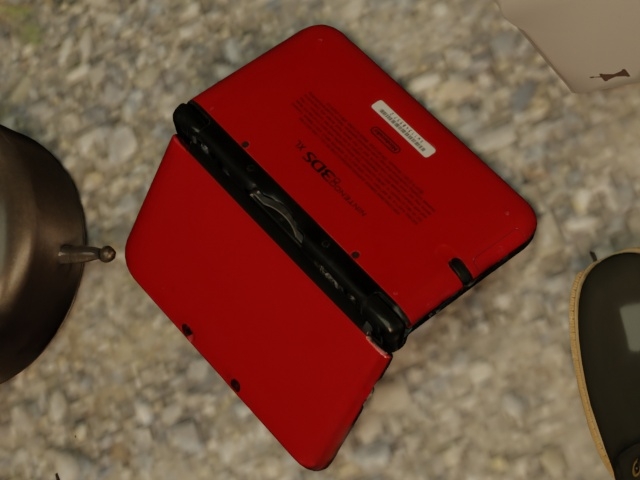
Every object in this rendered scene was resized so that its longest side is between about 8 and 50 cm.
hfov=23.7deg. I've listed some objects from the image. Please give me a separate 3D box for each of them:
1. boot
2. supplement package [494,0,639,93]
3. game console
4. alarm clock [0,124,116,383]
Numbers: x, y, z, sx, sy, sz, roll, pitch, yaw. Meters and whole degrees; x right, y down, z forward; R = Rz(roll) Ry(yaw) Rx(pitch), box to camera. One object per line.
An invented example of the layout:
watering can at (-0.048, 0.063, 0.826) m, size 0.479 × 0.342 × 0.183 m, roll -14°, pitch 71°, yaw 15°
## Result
boot at (0.127, 0.082, 0.506) m, size 0.076 × 0.137 × 0.198 m, roll -29°, pitch 68°, yaw 16°
supplement package at (0.142, -0.219, 0.530) m, size 0.198 × 0.199 × 0.263 m, roll -11°, pitch 74°, yaw 21°
game console at (0.000, 0.000, 0.651) m, size 0.124 × 0.085 × 0.144 m, roll -35°, pitch 63°, yaw -20°
alarm clock at (-0.191, -0.007, 0.714) m, size 0.192 × 0.064 × 0.129 m, roll 38°, pitch 96°, yaw 29°
